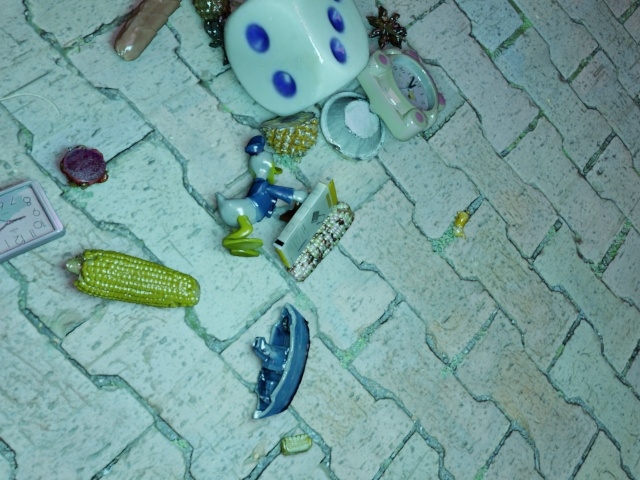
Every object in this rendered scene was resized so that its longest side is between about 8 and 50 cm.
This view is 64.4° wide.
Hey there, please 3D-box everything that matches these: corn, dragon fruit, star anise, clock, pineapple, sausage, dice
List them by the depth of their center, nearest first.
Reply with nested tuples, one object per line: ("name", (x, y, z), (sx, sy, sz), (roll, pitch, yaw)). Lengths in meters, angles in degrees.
("clock", (-0.730, -0.042, 1.194), (0.197, 0.063, 0.150), (-29, 92, -24))
("corn", (-0.452, 0.098, 1.252), (0.321, 0.119, 0.119), (13, 75, -24))
("dragon fruit", (-0.593, -0.177, 1.278), (0.112, 0.068, 0.126), (-33, 79, -40))
("dice", (-0.065, -0.538, 1.387), (0.304, 0.304, 0.277), (57, 47, -20))
("sausage", (-0.443, -0.667, 1.423), (0.087, 0.088, 0.433), (33, 69, -13))
("pineapple", (-0.284, -0.623, 1.472), (0.119, 0.111, 0.237), (-21, 96, 2))
("corn", (0.000, 0.000, 1.475), (0.092, 0.092, 0.281), (41, 73, -10))
("pineapple", (-0.077, -0.289, 1.480), (0.176, 0.161, 0.137), (-43, 132, -47))
("clock", (0.269, -0.476, 1.614), (0.309, 0.114, 0.284), (-37, 93, -45))
("star anise", (0.224, -0.718, 1.721), (0.167, 0.057, 0.168), (5, 70, -15))

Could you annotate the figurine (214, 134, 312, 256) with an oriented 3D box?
("figurine", (-0.142, -0.134, 1.383), (0.283, 0.204, 0.339), (0, 76, -22))

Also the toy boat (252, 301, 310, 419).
("toy boat", (-0.119, 0.315, 1.336), (0.142, 0.129, 0.309), (23, 73, -28))

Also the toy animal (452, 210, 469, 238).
("toy animal", (0.467, -0.050, 1.680), (0.060, 0.081, 0.083), (32, 49, -16))

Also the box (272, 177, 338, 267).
("box", (-0.036, -0.050, 1.382), (0.033, 0.129, 0.247), (28, 71, 21))

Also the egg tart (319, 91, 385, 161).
("egg tart", (0.110, -0.363, 1.584), (0.234, 0.094, 0.234), (6, 74, -22))

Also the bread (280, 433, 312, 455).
("bread", (-0.065, 0.547, 1.364), (0.087, 0.034, 0.049), (-2, 66, -27))
